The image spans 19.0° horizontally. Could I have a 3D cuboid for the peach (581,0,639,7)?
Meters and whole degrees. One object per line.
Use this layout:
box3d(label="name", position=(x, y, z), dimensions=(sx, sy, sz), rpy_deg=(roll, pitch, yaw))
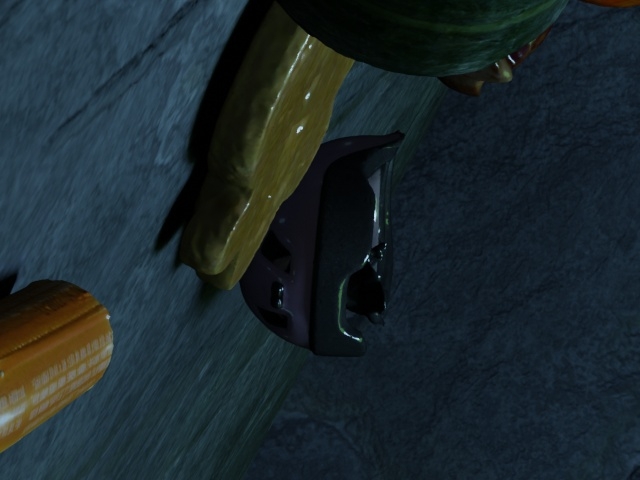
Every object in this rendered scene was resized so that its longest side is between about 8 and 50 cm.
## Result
box3d(label="peach", position=(0.229, -0.342, 1.343), dimensions=(0.372, 0.290, 0.372), rpy_deg=(-32, 138, -34))

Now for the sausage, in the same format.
box3d(label="sausage", position=(-0.171, 0.072, 0.979), dimensions=(0.071, 0.071, 0.234), rpy_deg=(-63, 174, 12))

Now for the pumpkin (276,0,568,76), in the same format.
box3d(label="pumpkin", position=(0.061, -0.230, 0.973), dimensions=(0.300, 0.207, 0.300), rpy_deg=(15, 90, -90))

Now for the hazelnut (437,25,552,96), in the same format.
box3d(label="hazelnut", position=(0.179, -0.259, 2.101), dimensions=(0.170, 0.160, 0.202), rpy_deg=(-60, 169, -29))

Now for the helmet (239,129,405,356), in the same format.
box3d(label="helmet", position=(0.000, 0.000, 1.805), dimensions=(0.253, 0.154, 0.198), rpy_deg=(-89, -178, -61))

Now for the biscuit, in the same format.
box3d(label="biscuit", position=(-0.034, -0.103, 1.471), dimensions=(0.275, 0.052, 0.355), rpy_deg=(-60, 173, -25))
